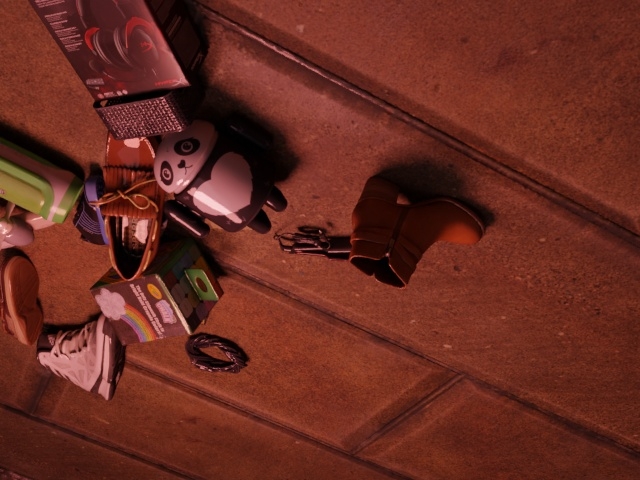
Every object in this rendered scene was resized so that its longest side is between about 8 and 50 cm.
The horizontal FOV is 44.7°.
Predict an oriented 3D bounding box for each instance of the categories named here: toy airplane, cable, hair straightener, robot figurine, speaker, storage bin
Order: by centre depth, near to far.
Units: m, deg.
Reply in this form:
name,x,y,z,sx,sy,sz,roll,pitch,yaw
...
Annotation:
name,x,y,z,sx,sy,sz,roll,pitch,yaw
storage bin,-0.326,-0.269,1.494,0.180,0.122,0.084,-4,136,22
robot figurine,-0.202,-0.125,1.580,0.278,0.209,0.173,34,149,-22
speaker,-0.690,-0.151,1.741,0.296,0.131,0.131,28,138,-14
hair straightener,0.000,0.000,1.772,0.230,0.047,0.089,9,139,15
toy airplane,-0.881,0.001,1.852,0.384,0.272,0.386,19,131,-37
cable,-0.296,0.327,2.237,0.184,0.047,0.151,14,135,5

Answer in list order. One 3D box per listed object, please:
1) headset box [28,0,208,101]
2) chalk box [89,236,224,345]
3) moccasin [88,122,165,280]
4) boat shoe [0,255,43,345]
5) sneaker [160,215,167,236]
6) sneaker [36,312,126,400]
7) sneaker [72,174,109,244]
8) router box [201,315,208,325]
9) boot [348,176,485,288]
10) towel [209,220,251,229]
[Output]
name,x,y,z,sx,sy,sz,roll,pitch,yaw
headset box,-0.364,-0.402,1.362,0.218,0.110,0.293,-4,136,22
chalk box,-0.368,0.118,1.882,0.289,0.179,0.180,-12,115,28
moccasin,-0.415,-0.083,1.682,0.139,0.147,0.380,12,124,-4
boat shoe,-0.859,0.162,2.160,0.123,0.123,0.342,18,140,6
sneaker,-0.421,-0.063,1.818,0.144,0.053,0.059,28,133,-22
sneaker,-0.698,0.314,2.242,0.257,0.169,0.447,18,142,-7
sneaker,-0.539,-0.067,1.824,0.090,0.081,0.232,5,141,0
router box,-0.341,0.168,2.065,0.092,0.038,0.122,16,140,0
boot,0.194,0.002,1.567,0.283,0.220,0.109,24,139,-11
towel,-0.212,-0.076,1.754,0.110,0.027,0.148,1,139,18
